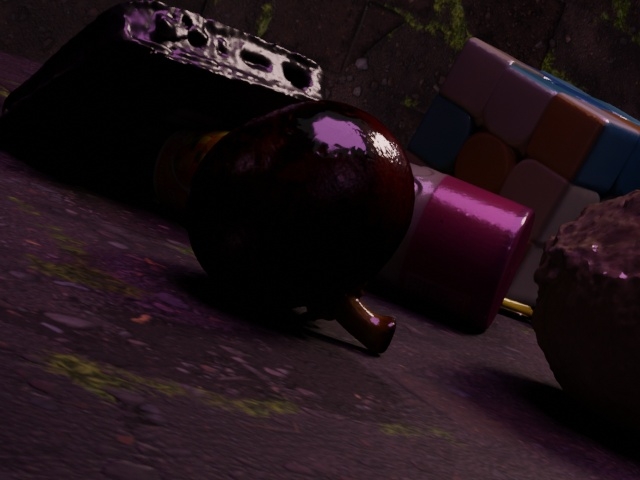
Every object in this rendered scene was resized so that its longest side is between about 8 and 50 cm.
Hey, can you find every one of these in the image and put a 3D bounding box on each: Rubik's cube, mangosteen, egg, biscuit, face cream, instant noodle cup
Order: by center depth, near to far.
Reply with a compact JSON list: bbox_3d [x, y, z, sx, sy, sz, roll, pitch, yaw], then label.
[{"bbox_3d":[-0.006,-0.002,1.215,0.261,0.235,0.235,65,15,5],"label":"mangosteen"},{"bbox_3d":[0.351,0.079,1.283,0.279,0.279,0.310,19,-5,-14],"label":"egg"},{"bbox_3d":[-0.109,-0.072,1.557,0.185,0.168,0.168,16,3,35],"label":"instant noodle cup"},{"bbox_3d":[0.161,0.004,1.613,0.195,0.175,0.175,22,7,14],"label":"face cream"},{"bbox_3d":[0.194,0.069,1.825,0.292,0.026,0.048,19,-12,-13],"label":"biscuit"},{"bbox_3d":[0.378,-0.099,2.141,0.346,0.347,0.344,11,24,-47],"label":"Rubik's cube"}]

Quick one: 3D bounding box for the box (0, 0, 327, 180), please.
[{"bbox_3d":[-0.212,-0.180,1.642,0.359,0.091,0.350,15,-28,-40],"label":"box"}]
